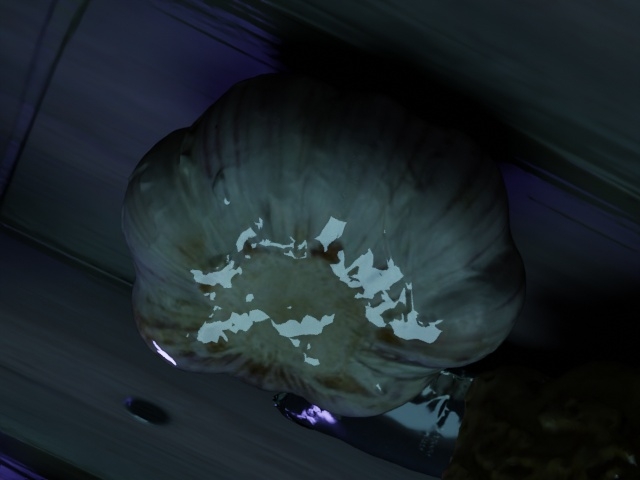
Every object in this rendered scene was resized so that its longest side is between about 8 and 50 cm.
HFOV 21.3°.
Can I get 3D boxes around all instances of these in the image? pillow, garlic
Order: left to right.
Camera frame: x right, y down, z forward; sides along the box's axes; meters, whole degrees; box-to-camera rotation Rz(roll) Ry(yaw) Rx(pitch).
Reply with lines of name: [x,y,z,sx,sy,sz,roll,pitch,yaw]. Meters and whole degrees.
garlic: [0.000,0.000,0.670,0.159,0.102,0.147,-10,124,23]
pillow: [0.055,0.077,0.796,0.150,0.048,0.090,19,127,1]

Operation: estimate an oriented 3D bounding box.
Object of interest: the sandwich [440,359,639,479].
sandwich: [0.191,0.144,0.705,0.325,0.131,0.262,-22,130,33]
